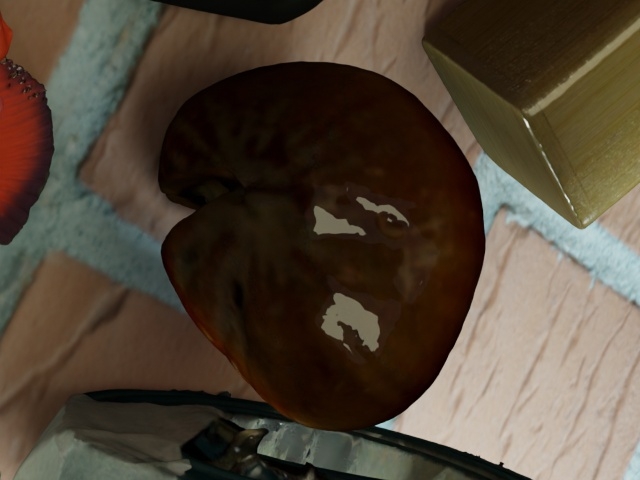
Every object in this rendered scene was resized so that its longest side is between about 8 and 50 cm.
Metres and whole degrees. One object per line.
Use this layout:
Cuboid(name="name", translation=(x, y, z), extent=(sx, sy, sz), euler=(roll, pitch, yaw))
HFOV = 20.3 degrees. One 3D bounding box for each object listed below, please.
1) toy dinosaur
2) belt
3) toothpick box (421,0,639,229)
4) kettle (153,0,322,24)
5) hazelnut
Cuboid(name="toy dinosaur", translation=(-0.220, -0.013, 1.103), extent=(0.139, 0.070, 0.286), euler=(-14, 119, -66))
Cuboid(name="belt", translation=(-0.011, 0.213, 1.208), extent=(0.436, 0.300, 0.173), euler=(17, 91, -44))
Cuboid(name="toothpick box", translation=(0.253, -0.178, 1.373), extent=(0.308, 0.190, 0.187), euler=(-39, 133, -5))
Cuboid(name="kettle", translation=(-0.032, -0.263, 1.080), extent=(0.308, 0.203, 0.262), euler=(9, 97, -49))
Cuboid(name="hazelnut", translation=(0.000, 0.000, 1.173), extent=(0.217, 0.217, 0.252), euler=(0, 72, -45))
